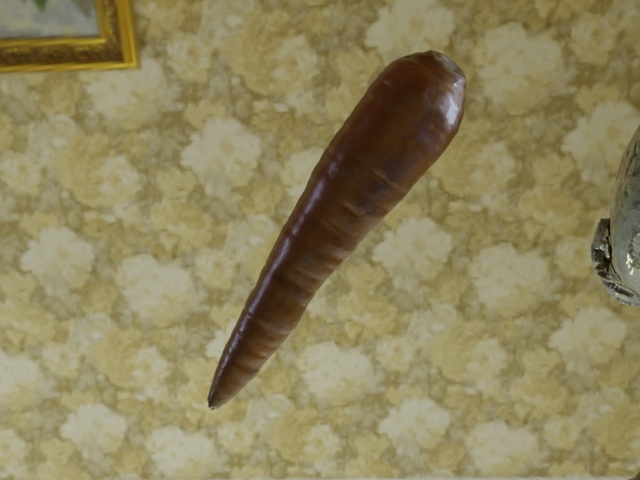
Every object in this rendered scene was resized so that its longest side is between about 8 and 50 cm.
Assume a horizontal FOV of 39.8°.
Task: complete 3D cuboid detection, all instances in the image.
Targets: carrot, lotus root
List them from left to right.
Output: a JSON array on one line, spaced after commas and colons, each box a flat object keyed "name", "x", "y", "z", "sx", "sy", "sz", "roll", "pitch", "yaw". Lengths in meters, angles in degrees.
[{"name": "carrot", "x": 0.000, "y": 0.000, "z": 0.440, "sx": 0.048, "sy": 0.216, "sz": 0.048, "roll": 33, "pitch": -168, "yaw": -8}, {"name": "lotus root", "x": 0.375, "y": -0.050, "z": 0.863, "sx": 0.175, "sy": 0.349, "sz": 0.174, "roll": 0, "pitch": -118, "yaw": 1}]

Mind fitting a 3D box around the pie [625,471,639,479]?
[{"name": "pie", "x": 0.200, "y": 0.090, "z": 0.245, "sx": 0.339, "sy": 0.077, "sz": 0.339, "roll": -24, "pitch": 174, "yaw": -3}]
